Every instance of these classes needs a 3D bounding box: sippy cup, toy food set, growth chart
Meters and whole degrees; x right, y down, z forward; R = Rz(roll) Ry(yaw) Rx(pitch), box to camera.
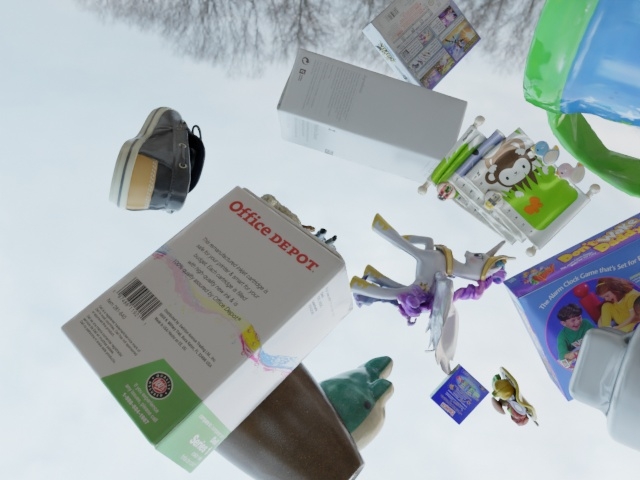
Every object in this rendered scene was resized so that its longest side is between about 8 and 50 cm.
[{"bbox_3d":[0.312,-0.168,0.406,0.224,0.240,0.305,33,-178,22],"label":"sippy cup"},{"bbox_3d":[0.462,0.397,1.333,0.071,0.218,0.128,-33,-134,1],"label":"toy food set"},{"bbox_3d":[0.295,-0.086,0.845,0.237,0.172,0.021,31,-164,-5],"label":"growth chart"}]

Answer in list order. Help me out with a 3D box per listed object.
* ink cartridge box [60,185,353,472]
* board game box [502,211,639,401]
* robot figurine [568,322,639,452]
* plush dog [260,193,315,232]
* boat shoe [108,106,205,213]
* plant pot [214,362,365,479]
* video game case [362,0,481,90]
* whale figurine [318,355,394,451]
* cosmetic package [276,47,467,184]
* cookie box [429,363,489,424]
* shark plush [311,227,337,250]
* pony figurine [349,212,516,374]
[{"bbox_3d":[-0.125,0.092,0.657,0.201,0.117,0.278,36,-113,30],"label":"ink cartridge box"},{"bbox_3d":[0.532,0.098,0.946,0.347,0.233,0.078,-28,-164,8],"label":"board game box"},{"bbox_3d":[0.545,0.229,0.753,0.354,0.199,0.300,18,-171,36],"label":"robot figurine"},{"bbox_3d":[-0.153,-0.001,1.891,0.211,0.262,0.225,13,-142,20],"label":"plush dog"},{"bbox_3d":[-0.343,-0.182,1.233,0.156,0.186,0.500,13,-160,-12],"label":"boat shoe"},{"bbox_3d":[-0.046,0.334,0.915,0.230,0.215,0.215,39,-140,23],"label":"plant pot"},{"bbox_3d":[0.284,-0.567,1.505,0.244,0.061,0.269,48,-109,-12],"label":"video game case"},{"bbox_3d":[0.056,0.318,1.115,0.141,0.216,0.272,47,-142,-3],"label":"whale figurine"},{"bbox_3d":[0.110,-0.270,1.241,0.385,0.156,0.217,19,173,2],"label":"cosmetic package"},{"bbox_3d":[0.328,0.363,1.292,0.092,0.107,0.040,43,-179,10],"label":"cookie box"},{"bbox_3d":[0.000,0.000,1.029,0.067,0.161,0.073,-18,-119,-6],"label":"shark plush"},{"bbox_3d":[0.267,0.121,1.358,0.364,0.303,0.350,15,-109,21],"label":"pony figurine"}]
